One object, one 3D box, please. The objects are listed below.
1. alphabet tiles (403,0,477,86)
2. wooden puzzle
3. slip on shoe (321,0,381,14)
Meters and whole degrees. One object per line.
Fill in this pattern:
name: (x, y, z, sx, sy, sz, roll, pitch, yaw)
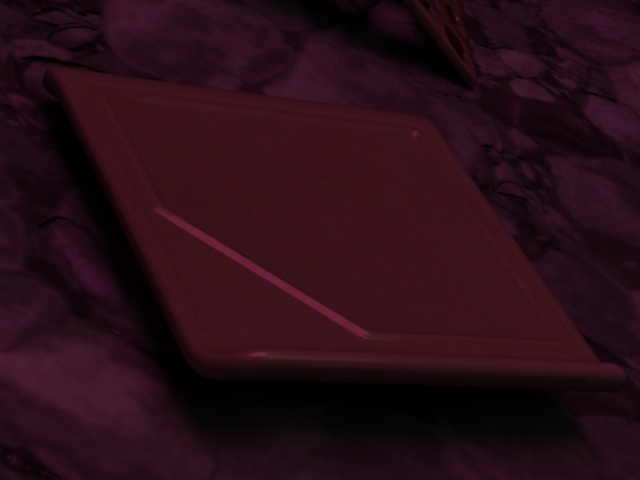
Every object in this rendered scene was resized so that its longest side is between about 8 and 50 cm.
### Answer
alphabet tiles: (0.033, -0.224, 1.158, 0.198, 0.009, 0.237, 49, 20, -27)
wooden puzzle: (0.000, 0.000, 0.860, 0.221, 0.044, 0.238, 5, 32, -33)
slip on shoe: (-0.072, -0.261, 1.151, 0.331, 0.101, 0.123, 52, 15, 14)
